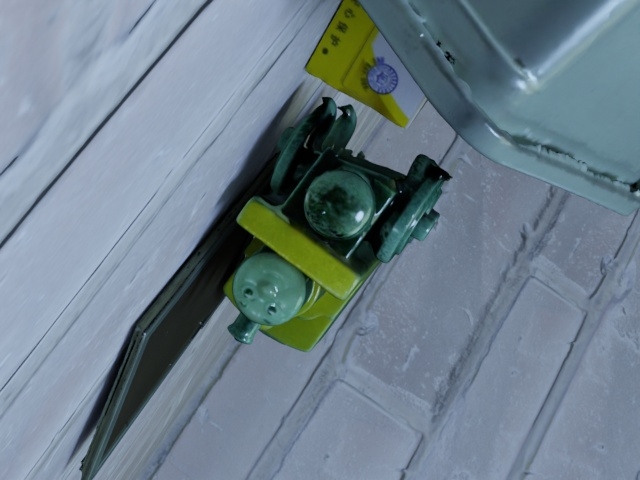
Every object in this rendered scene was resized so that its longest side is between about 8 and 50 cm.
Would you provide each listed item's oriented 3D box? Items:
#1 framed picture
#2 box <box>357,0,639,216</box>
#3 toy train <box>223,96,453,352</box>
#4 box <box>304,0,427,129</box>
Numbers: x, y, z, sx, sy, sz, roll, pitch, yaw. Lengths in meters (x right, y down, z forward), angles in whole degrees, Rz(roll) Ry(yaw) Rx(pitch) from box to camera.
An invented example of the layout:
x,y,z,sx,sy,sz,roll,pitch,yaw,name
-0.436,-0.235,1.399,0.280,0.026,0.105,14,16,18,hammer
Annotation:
x,y,z,sx,sy,sz,roll,pitch,yaw,name
-0.123,0.061,1.043,0.296,0.019,0.232,-56,176,-48,framed picture
0.176,-0.149,0.716,0.182,0.175,0.312,-40,155,22,box
0.000,0.000,1.036,0.237,0.150,0.369,-54,176,7,toy train
0.101,-0.220,0.966,0.168,0.097,0.265,-58,179,30,box
